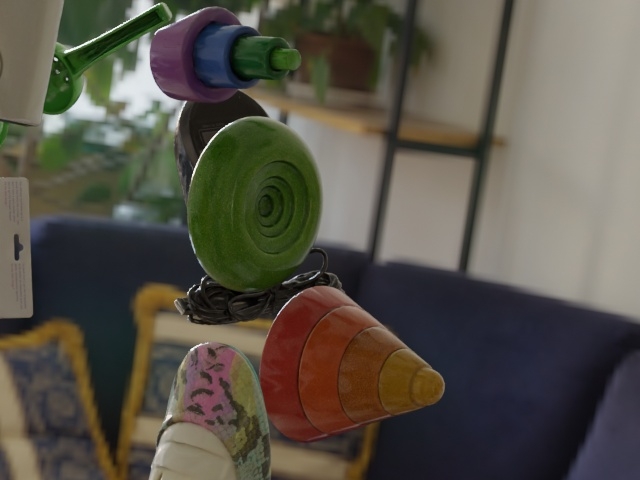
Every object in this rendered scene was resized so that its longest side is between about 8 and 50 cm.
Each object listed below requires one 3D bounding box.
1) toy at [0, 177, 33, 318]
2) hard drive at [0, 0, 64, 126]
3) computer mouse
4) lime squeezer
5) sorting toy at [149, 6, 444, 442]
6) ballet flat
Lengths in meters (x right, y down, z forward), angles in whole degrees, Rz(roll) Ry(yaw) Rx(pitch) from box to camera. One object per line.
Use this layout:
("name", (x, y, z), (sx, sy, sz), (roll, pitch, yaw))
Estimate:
("toy", (-0.391, 0.015, 1.690), (0.237, 0.137, 0.056), (-1, -15, -12))
("hard drive", (-0.193, -0.239, 0.744), (0.233, 0.353, 0.047), (9, 4, -34))
("computer mouse", (-0.094, -0.034, 1.938), (0.188, 0.272, 0.072), (-5, -18, -31))
("lime squeezer", (-0.235, -0.092, 1.328), (0.310, 0.059, 0.110), (-28, 25, 9))
("sorting toy", (0.000, 0.000, 1.277), (0.126, 0.365, 0.127), (9, 41, 41))
("ballet flat", (-0.077, 0.174, 1.117), (0.077, 0.221, 0.079), (18, 27, 28))
